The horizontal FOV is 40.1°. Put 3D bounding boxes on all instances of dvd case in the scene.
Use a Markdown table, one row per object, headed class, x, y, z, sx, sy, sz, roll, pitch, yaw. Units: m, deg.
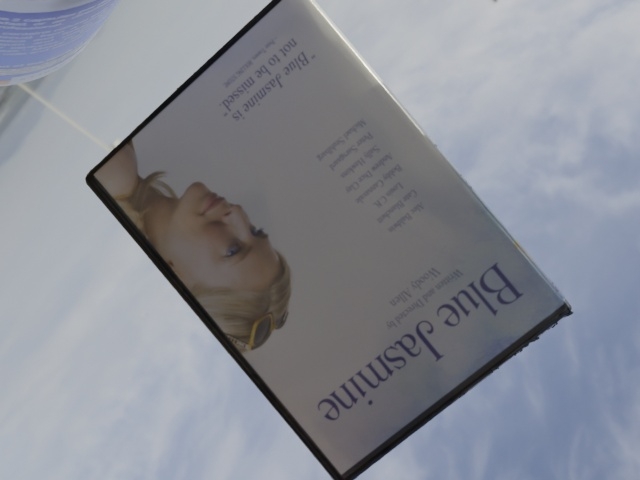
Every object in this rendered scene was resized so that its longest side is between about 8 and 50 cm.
| class | x | y | z | sx | sy | sz | roll | pitch | yaw |
| --- | --- | --- | --- | --- | --- | --- | --- | --- | --- |
| dvd case | 0.000 | 0.000 | 0.531 | 0.180 | 0.253 | 0.022 | -40 | 179 | 10 |

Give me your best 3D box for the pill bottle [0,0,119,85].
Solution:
| class | x | y | z | sx | sy | sz | roll | pitch | yaw |
| --- | --- | --- | --- | --- | --- | --- | --- | --- | --- |
| pill bottle | -0.151 | -0.172 | 0.417 | 0.152 | 0.152 | 0.272 | -58 | -160 | -16 |
